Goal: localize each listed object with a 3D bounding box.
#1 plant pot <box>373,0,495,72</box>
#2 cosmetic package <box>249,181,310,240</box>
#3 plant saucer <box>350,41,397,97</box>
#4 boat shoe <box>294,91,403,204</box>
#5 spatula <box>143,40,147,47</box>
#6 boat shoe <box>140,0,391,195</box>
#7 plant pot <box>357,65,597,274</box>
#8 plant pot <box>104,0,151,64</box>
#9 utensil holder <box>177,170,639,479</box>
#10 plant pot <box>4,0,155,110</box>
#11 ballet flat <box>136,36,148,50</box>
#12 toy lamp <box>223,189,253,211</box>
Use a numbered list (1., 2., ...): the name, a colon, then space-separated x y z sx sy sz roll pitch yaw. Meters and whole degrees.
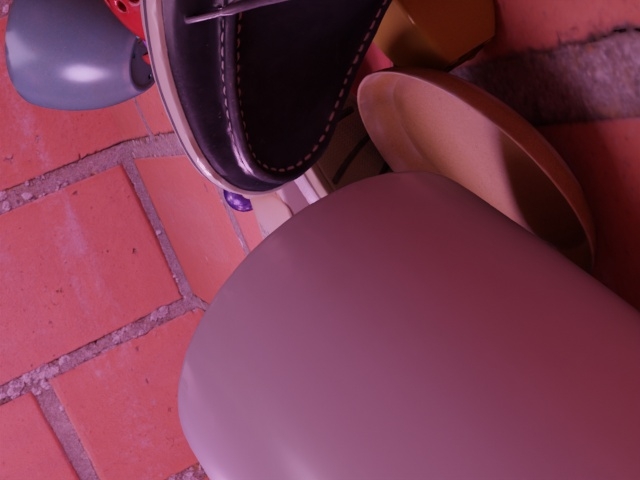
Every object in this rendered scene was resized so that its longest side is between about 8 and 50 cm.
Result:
1. plant pot: 0.088 -0.173 0.739 0.083 0.081 0.081 57 164 2
2. cosmetic package: 0.000 0.000 1.217 0.160 0.113 0.309 39 151 57
3. plant saucer: 0.026 -0.183 0.973 0.259 0.047 0.258 50 159 39
4. boat shoe: 0.041 -0.021 0.901 0.302 0.113 0.103 51 143 -14
5. spatula: -0.165 -0.230 1.395 0.296 0.030 0.084 42 165 28
6. boat shoe: 0.013 -0.220 0.569 0.156 0.187 0.500 40 132 28
7. plant pot: 0.127 -0.055 0.760 0.236 0.032 0.236 41 168 10
8. plant pot: -0.166 -0.315 1.139 0.174 0.191 0.191 60 166 -16
9. utensil holder: 0.127 0.174 0.645 0.385 0.327 0.328 45 156 39
10. plant pot: -0.389 -0.354 1.696 0.195 0.290 0.290 19 147 14
11. ballet flat: -0.224 -0.324 1.474 0.096 0.095 0.280 51 166 -10
12. toy lamp: -0.084 -0.073 1.430 0.080 0.080 0.274 67 163 -10
